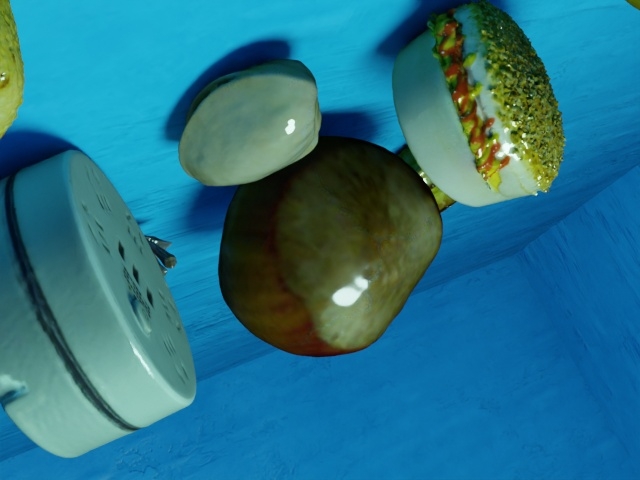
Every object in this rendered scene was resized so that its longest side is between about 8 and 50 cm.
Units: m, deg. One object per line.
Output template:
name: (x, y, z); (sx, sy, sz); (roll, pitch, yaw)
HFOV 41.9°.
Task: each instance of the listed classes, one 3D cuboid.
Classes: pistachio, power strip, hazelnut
pistachio: (-0.085, -0.142, 1.030); (0.152, 0.126, 0.223); (26, 140, -30)
power strip: (-0.286, 0.066, 0.997); (0.161, 0.357, 0.357); (-25, 166, -1)
hazelnut: (0.004, -0.001, 1.302); (0.366, 0.366, 0.366); (-25, 166, -7)

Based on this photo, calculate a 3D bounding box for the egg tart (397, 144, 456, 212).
egg tart: (0.229, -0.135, 1.632); (0.290, 0.115, 0.290); (-27, 167, -7)

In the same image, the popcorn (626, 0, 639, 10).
popcorn: (0.304, -0.345, 0.723); (0.335, 0.274, 0.279); (15, -168, -11)

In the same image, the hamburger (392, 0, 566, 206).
hamburger: (0.227, -0.184, 1.130); (0.179, 0.276, 0.294); (-22, 175, 30)

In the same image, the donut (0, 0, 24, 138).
donut: (-0.344, -0.108, 0.693); (0.295, 0.112, 0.151); (-28, 164, 12)

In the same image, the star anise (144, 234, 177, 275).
star anise: (-0.310, 0.037, 1.239); (0.231, 0.089, 0.209); (-24, -156, 13)
